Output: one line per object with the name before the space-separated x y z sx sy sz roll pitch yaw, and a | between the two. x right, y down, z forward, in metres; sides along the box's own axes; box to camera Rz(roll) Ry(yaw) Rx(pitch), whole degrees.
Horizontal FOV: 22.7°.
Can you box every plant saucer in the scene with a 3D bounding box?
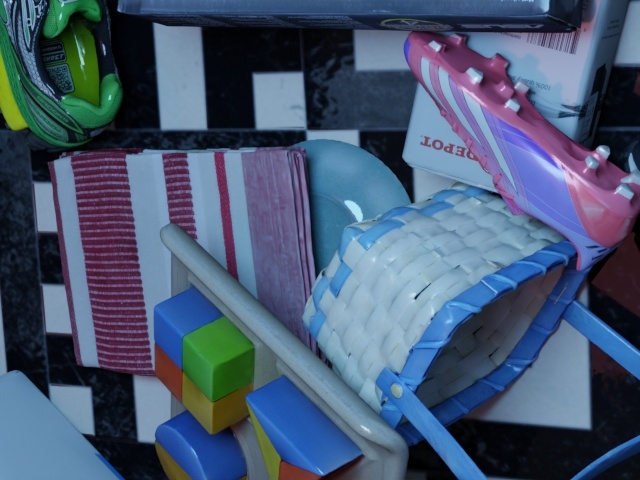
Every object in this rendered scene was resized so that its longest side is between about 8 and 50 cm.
plant saucer | 0.000 0.000 1.539 0.195 0.037 0.195 5 101 26

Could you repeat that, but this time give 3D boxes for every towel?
towel | -0.135 0.025 1.589 0.329 0.037 0.237 2 102 37

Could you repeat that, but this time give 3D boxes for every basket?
basket | 0.151 0.095 1.370 0.289 0.254 0.201 43 131 28

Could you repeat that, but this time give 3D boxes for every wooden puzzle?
wooden puzzle | -0.057 0.196 1.449 0.322 0.080 0.348 41 148 33

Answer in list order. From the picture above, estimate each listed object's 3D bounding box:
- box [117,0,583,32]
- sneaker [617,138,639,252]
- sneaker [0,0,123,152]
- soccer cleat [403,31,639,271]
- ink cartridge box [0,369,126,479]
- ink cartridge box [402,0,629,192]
box | 0.027 -0.335 1.311 0.395 0.097 0.318 4 89 26
sneaker | 0.355 0.030 1.347 0.124 0.107 0.283 -27 82 3
sneaker | -0.271 -0.261 1.552 0.146 0.134 0.344 -7 107 54
soccer cleat | 0.156 -0.079 1.324 0.248 0.083 0.095 39 119 11
ink cartridge box | -0.373 0.388 1.730 0.285 0.166 0.395 43 116 14
ink cartridge box | 0.172 -0.151 1.393 0.153 0.087 0.208 19 108 22
